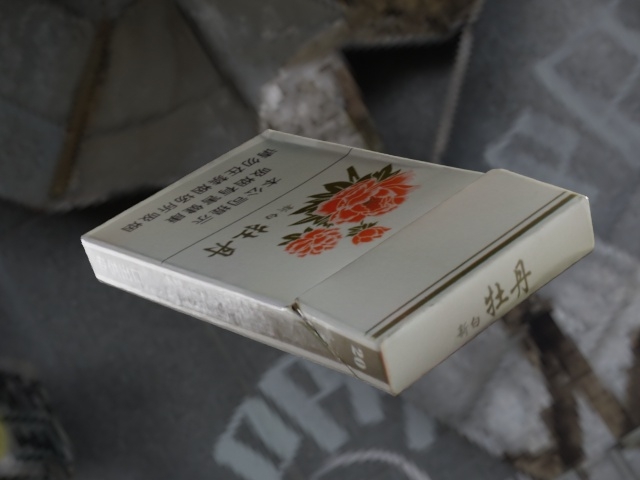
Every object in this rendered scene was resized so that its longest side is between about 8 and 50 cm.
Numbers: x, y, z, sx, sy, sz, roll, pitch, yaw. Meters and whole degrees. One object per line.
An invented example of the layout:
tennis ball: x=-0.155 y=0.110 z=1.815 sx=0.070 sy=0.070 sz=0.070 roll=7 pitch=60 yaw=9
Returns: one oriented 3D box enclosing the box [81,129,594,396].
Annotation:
box: x=0.000 y=0.000 z=0.644 sx=0.109 sy=0.029 sz=0.198 roll=-33 pitch=29 yaw=-29
